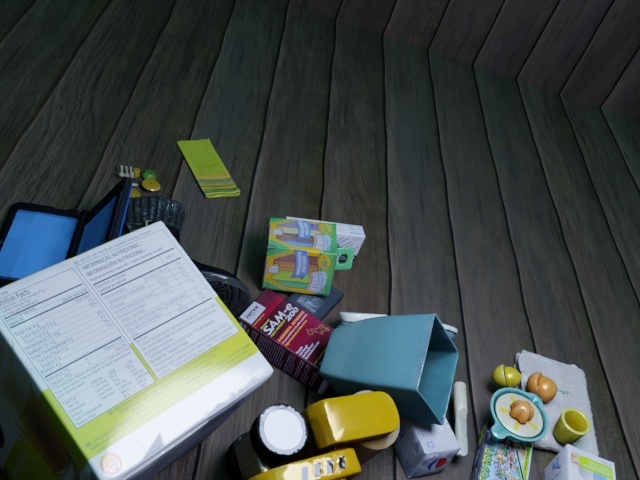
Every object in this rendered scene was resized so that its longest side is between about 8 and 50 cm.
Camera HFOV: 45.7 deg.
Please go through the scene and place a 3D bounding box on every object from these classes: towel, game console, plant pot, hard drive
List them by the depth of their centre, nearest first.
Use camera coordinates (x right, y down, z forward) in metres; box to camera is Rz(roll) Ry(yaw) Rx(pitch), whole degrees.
[{"bbox_3d":[0.130,0.253,1.535,0.234,0.165,0.165,0,54,29],"label":"plant pot"},{"bbox_3d":[-0.560,-0.018,1.632,0.173,0.250,0.293,35,32,-30],"label":"game console"},{"bbox_3d":[0.558,0.387,1.807,0.187,0.049,0.282,17,39,-6],"label":"towel"},{"bbox_3d":[-0.015,0.142,1.826,0.094,0.022,0.135,33,40,13],"label":"hard drive"},{"bbox_3d":[-0.307,-0.201,2.076,0.102,0.021,0.237,-6,47,-33],"label":"towel"}]

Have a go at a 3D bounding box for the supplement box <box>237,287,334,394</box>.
[{"bbox_3d":[-0.059,0.219,1.676,0.239,0.073,0.130,30,40,10],"label":"supplement box"}]

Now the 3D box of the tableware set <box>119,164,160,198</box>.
[{"bbox_3d":[-0.457,-0.132,1.924,0.104,0.024,0.154,7,40,-24],"label":"tableware set"}]

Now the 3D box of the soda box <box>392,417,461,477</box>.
[{"bbox_3d":[0.185,0.353,1.624,0.091,0.098,0.286,0,44,-27],"label":"soda box"}]

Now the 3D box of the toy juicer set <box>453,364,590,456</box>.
[{"bbox_3d":[0.419,0.356,1.677,0.329,0.089,0.209,0,46,-21],"label":"toy juicer set"}]

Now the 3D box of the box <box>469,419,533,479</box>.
[{"bbox_3d":[0.382,0.489,1.612,0.114,0.036,0.207,26,39,4],"label":"box"}]

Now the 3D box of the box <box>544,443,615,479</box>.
[{"bbox_3d":[0.537,0.547,1.569,0.114,0.103,0.203,23,39,0],"label":"box"}]

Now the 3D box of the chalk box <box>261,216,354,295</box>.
[{"bbox_3d":[-0.027,0.040,1.816,0.213,0.132,0.132,6,35,-4],"label":"chalk box"}]

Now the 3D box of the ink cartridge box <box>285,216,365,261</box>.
[{"bbox_3d":[0.000,0.000,1.937,0.207,0.097,0.046,7,41,-19],"label":"ink cartridge box"}]

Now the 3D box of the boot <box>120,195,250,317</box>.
[{"bbox_3d":[-0.320,0.031,1.716,0.348,0.131,0.260,14,40,-11],"label":"boot"}]

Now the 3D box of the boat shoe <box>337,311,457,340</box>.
[{"bbox_3d":[0.181,0.228,1.792,0.320,0.116,0.099,9,84,-27],"label":"boat shoe"}]

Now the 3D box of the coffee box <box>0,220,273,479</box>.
[{"bbox_3d":[-0.353,0.230,1.255,0.338,0.337,0.334,-29,76,-43],"label":"coffee box"}]

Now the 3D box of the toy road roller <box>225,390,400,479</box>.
[{"bbox_3d":[0.001,0.426,1.380,0.330,0.202,0.240,-5,61,-30],"label":"toy road roller"}]
